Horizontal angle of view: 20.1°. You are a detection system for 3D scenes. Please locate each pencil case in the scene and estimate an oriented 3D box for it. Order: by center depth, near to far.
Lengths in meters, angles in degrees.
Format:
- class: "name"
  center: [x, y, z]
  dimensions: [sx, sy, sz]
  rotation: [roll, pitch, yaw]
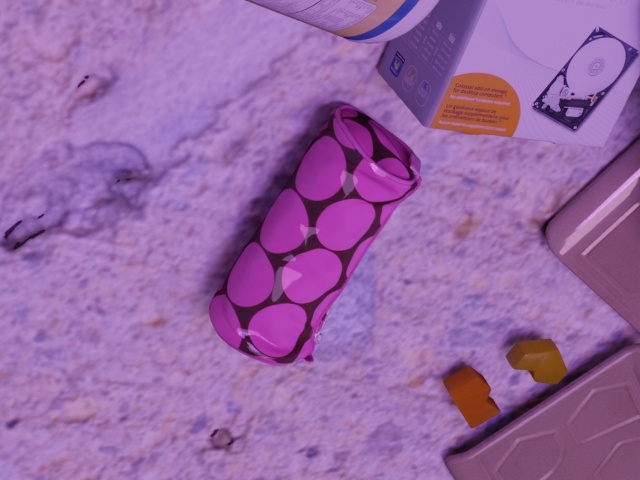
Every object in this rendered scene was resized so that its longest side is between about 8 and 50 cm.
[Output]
- class: "pencil case"
  center: [0.000, 0.000, 1.433]
  dimensions: [0.098, 0.095, 0.209]
  rotation: [31, 113, -5]

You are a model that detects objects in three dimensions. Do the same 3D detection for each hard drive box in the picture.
- class: "hard drive box"
  center: [0.174, -0.196, 1.372]
  dimensions: [0.181, 0.089, 0.232]
  rotation: [3, 123, -32]

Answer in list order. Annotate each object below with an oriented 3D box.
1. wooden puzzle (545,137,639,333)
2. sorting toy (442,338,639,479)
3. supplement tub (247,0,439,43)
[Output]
- class: "wooden puzzle"
  center: [0.341, -0.020, 1.643]
  dimensions: [0.221, 0.044, 0.238]
  rotation: [-43, 129, 9]
- class: "sorting toy"
  center: [0.234, 0.182, 1.747]
  dimensions: [0.229, 0.041, 0.307]
  rotation: [-30, 134, 2]
- class: "supplement tub"
  center: [-0.017, -0.225, 1.205]
  dimensions: [0.199, 0.144, 0.144]
  rotation: [17, 116, -37]
